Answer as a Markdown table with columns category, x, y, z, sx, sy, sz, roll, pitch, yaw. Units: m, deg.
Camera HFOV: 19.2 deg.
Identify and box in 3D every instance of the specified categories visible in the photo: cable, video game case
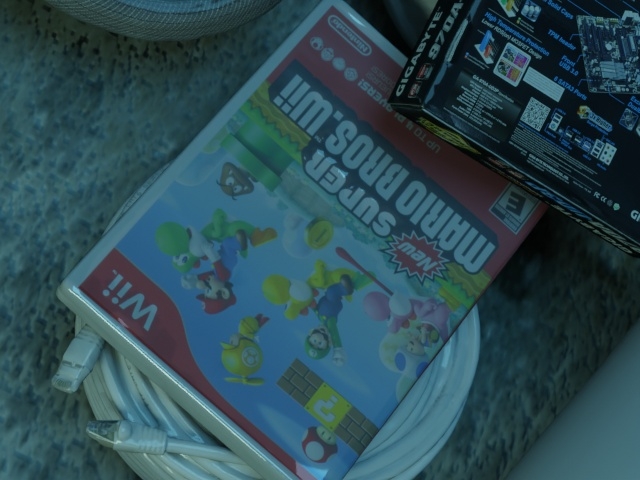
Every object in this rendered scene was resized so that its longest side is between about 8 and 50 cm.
| category | x | y | z | sx | sy | sz | roll | pitch | yaw |
| --- | --- | --- | --- | --- | --- | --- | --- | --- | --- |
| cable | -0.028 | 0.059 | 1.213 | 0.257 | 0.089 | 0.257 | 26 | 62 | -11 |
| video game case | 0.000 | 0.000 | 1.181 | 0.204 | 0.025 | 0.285 | 41 | 61 | -3 |

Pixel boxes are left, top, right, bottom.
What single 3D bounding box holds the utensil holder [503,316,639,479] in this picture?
| category | x | y | z | sx | sy | sz | roll | pitch | yaw |
| --- | --- | --- | --- | --- | --- | --- | --- | --- | --- |
| utensil holder | 0.285 | 0.188 | 1.157 | 0.327 | 0.327 | 0.385 | 45 | 64 | -1 |

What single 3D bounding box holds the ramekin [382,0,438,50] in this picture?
| category | x | y | z | sx | sy | sz | roll | pitch | yaw |
| --- | --- | --- | --- | --- | --- | --- | --- | --- | --- |
| ramekin | 0.179 | -0.213 | 1.299 | 0.273 | 0.127 | 0.272 | -6 | 109 | -17 |

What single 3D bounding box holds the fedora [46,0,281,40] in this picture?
| category | x | y | z | sx | sy | sz | roll | pitch | yaw |
| --- | --- | --- | --- | --- | --- | --- | --- | --- | --- |
| fedora | -0.128 | -0.259 | 1.253 | 0.275 | 0.124 | 0.243 | 37 | 81 | -14 |

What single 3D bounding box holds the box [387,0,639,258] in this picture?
| category | x | y | z | sx | sy | sz | roll | pitch | yaw |
| --- | --- | --- | --- | --- | --- | --- | --- | --- | --- |
| box | 0.174 | -0.110 | 1.213 | 0.220 | 0.051 | 0.175 | 29 | 84 | -24 |
